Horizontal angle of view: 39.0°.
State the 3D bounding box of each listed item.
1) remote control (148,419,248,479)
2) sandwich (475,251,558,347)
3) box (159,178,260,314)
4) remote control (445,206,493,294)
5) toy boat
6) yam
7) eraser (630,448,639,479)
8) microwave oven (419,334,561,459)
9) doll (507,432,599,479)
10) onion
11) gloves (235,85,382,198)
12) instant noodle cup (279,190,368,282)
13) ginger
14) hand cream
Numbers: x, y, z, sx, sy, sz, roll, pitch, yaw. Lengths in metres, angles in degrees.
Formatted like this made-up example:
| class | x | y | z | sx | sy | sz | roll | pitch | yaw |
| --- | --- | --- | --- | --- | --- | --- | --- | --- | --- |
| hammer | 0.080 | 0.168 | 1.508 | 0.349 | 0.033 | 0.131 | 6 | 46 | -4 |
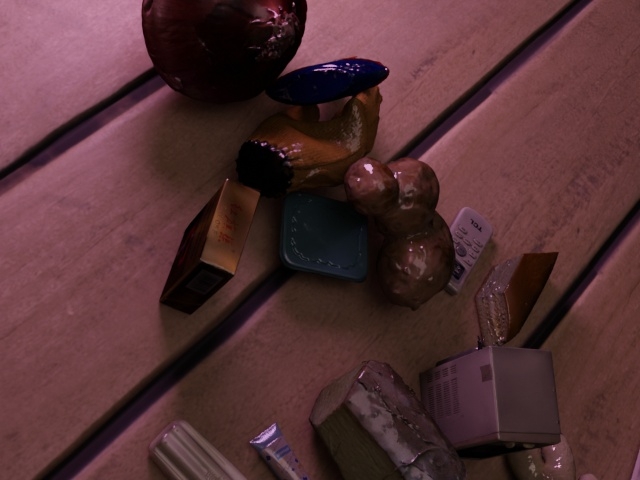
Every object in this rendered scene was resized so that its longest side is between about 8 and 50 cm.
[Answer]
| class | x | y | z | sx | sy | sz | roll | pitch | yaw |
| --- | --- | --- | --- | --- | --- | --- | --- | --- | --- |
| remote control | -0.176 | 0.393 | 1.466 | 0.230 | 0.049 | 0.090 | 47 | 61 | -5 |
| sandwich | 0.390 | 0.101 | 1.826 | 0.096 | 0.094 | 0.258 | 43 | 57 | -11 |
| box | -0.185 | 0.014 | 1.492 | 0.071 | 0.240 | 0.159 | 22 | 64 | -17 |
| remote control | 0.286 | 0.017 | 1.843 | 0.087 | 0.029 | 0.190 | 41 | 59 | -7 |
| toy boat | 0.040 | -0.313 | 1.711 | 0.318 | 0.219 | 0.072 | -33 | 118 | -54 |
| yam | 0.109 | 0.348 | 1.548 | 0.271 | 0.202 | 0.201 | 49 | 37 | 0 |
| eraser | 0.731 | 0.425 | 1.867 | 0.096 | 0.098 | 0.404 | 36 | 61 | -11 |
| microwave oven | 0.301 | 0.289 | 1.624 | 0.145 | 0.240 | 0.194 | 10 | 67 | -22 |
| doll | 0.441 | 0.494 | 1.691 | 0.149 | 0.175 | 0.278 | 44 | 30 | -50 |
| onion | -0.141 | -0.397 | 1.609 | 0.347 | 0.347 | 0.285 | -33 | 46 | -31 |
| gloves | -0.006 | -0.183 | 1.696 | 0.356 | 0.203 | 0.155 | -39 | 129 | -36 |
| instant noodle cup | 0.000 | 0.000 | 1.688 | 0.179 | 0.070 | 0.157 | 12 | 65 | -21 |
| ginger | 0.151 | -0.039 | 1.681 | 0.244 | 0.155 | 0.304 | -51 | 123 | -46 |
| hand cream | -0.050 | 0.396 | 1.532 | 0.065 | 0.043 | 0.170 | -32 | 82 | -37 |
